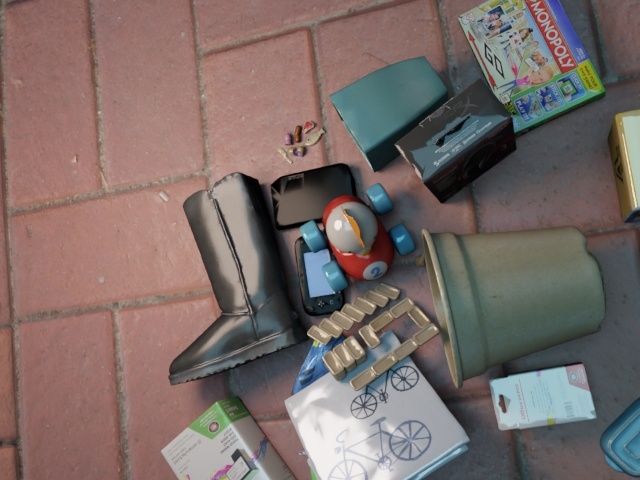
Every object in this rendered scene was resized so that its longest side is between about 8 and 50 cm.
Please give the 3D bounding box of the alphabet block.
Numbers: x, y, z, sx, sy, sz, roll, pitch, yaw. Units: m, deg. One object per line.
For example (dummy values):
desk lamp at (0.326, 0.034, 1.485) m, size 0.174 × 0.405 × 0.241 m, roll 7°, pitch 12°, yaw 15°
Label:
alphabet block at (0.696, -0.154, 1.300) m, size 0.192 × 0.193 × 0.197 m, roll -8°, pitch 81°, yaw 16°

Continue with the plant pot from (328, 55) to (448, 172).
plant pot at (0.173, -0.306, 1.517) m, size 0.234 × 0.166 × 0.165 m, roll -32°, pitch 75°, yaw 5°

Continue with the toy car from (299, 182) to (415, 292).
toy car at (0.081, -0.006, 1.439) m, size 0.219 × 0.238 × 0.210 m, roll -29°, pitch 88°, yaw 3°

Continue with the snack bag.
snack bag at (0.101, 0.393, 1.408) m, size 0.323 × 0.037 × 0.342 m, roll -34°, pitch 44°, yaw -1°

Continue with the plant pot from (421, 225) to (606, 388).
plant pot at (0.391, 0.109, 1.330) m, size 0.305 × 0.334 × 0.334 m, roll -12°, pitch 80°, yaw 6°

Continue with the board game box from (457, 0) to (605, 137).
board game box at (0.475, -0.422, 1.483) m, size 0.213 × 0.046 × 0.317 m, roll -25°, pitch 77°, yaw 15°

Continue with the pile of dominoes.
pile of dominoes at (0.118, 0.219, 1.500) m, size 0.251 × 0.040 × 0.196 m, roll -33°, pitch 55°, yaw -9°

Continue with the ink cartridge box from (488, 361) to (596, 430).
ink cartridge box at (0.470, 0.333, 1.387) m, size 0.198 × 0.067 × 0.115 m, roll -12°, pitch 80°, yaw 15°

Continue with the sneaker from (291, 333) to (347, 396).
sneaker at (-0.001, 0.312, 1.548) m, size 0.082 × 0.069 × 0.209 m, roll 27°, pitch 92°, yaw 16°

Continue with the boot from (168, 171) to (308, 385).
boot at (-0.264, 0.096, 1.618) m, size 0.367 × 0.146 × 0.445 m, roll -21°, pitch 80°, yaw 7°

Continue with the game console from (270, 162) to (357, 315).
game console at (0.000, 0.000, 1.597) m, size 0.213 × 0.044 × 0.362 m, roll -11°, pitch 81°, yaw 17°

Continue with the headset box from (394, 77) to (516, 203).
headset box at (0.294, -0.205, 1.388) m, size 0.218 × 0.293 × 0.110 m, roll -37°, pitch 74°, yaw 11°

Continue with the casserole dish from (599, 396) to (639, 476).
casserole dish at (0.664, 0.401, 1.331) m, size 0.114 × 0.037 × 0.188 m, roll 44°, pitch 97°, yaw 17°

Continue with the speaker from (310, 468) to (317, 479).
speaker at (0.128, 0.479, 1.454) m, size 0.296 × 0.131 × 0.131 m, roll -31°, pitch 75°, yaw 13°

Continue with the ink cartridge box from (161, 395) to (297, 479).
ink cartridge box at (-0.215, 0.552, 1.566) m, size 0.201 × 0.117 × 0.278 m, roll -42°, pitch 73°, yaw 10°

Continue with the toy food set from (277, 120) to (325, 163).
toy food set at (-0.055, -0.258, 1.656) m, size 0.122 × 0.019 × 0.078 m, roll -45°, pitch 72°, yaw 9°

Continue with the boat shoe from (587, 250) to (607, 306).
boat shoe at (0.584, 0.088, 1.387) m, size 0.050 × 0.045 × 0.135 m, roll -16°, pitch 79°, yaw 16°
